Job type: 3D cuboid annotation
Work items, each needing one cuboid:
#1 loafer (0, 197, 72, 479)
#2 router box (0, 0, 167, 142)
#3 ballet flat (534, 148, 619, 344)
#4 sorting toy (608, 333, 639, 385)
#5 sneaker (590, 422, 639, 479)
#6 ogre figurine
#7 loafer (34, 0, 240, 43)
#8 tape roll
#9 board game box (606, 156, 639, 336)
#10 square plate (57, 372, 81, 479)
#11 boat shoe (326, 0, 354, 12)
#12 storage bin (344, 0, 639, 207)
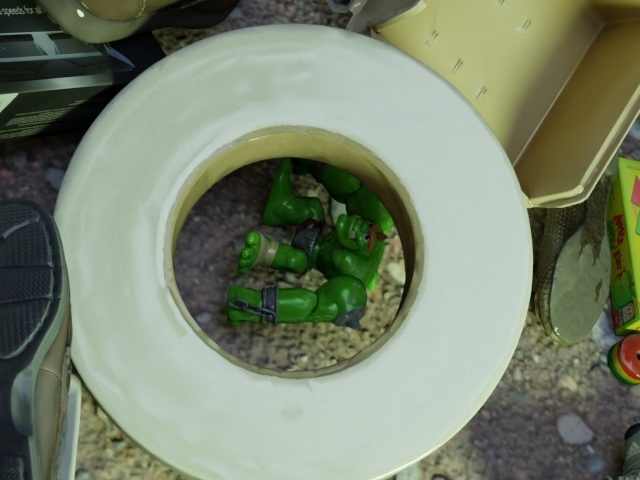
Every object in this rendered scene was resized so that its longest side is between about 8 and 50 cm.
[{"bbox_3d":[-0.233,0.115,1.019,0.109,0.095,0.302,-4,57,2],"label":"loafer"},{"bbox_3d":[-0.283,-0.198,1.121,0.243,0.081,0.309,58,29,9],"label":"router box"},{"bbox_3d":[0.246,-0.011,1.389,0.084,0.058,0.250,31,59,-36],"label":"ballet flat"},{"bbox_3d":[0.411,0.177,1.376,0.274,0.046,0.132,15,60,-20],"label":"sorting toy"},{"bbox_3d":[0.268,0.223,1.268,0.229,0.086,0.132,19,54,-27],"label":"sneaker"},{"bbox_3d":[0.000,0.000,1.236,0.118,0.097,0.197,19,39,2],"label":"ogre figurine"},{"bbox_3d":[-0.115,-0.260,1.215,0.134,0.130,0.366,51,27,-6],"label":"loafer"},{"bbox_3d":[-0.023,0.017,1.139,0.392,0.072,0.392,1,77,-4],"label":"tape roll"},{"bbox_3d":[0.338,0.011,1.424,0.092,0.043,0.181,9,62,-22],"label":"board game box"},{"bbox_3d":[-0.348,0.234,0.969,0.344,0.049,0.347,11,62,-22],"label":"square plate"},{"bbox_3d":[0.043,-0.300,1.391,0.367,0.136,0.156,30,59,-22],"label":"boat shoe"},{"bbox_3d":[0.188,-0.205,1.331,0.262,0.123,0.260,44,67,-27],"label":"storage bin"}]
